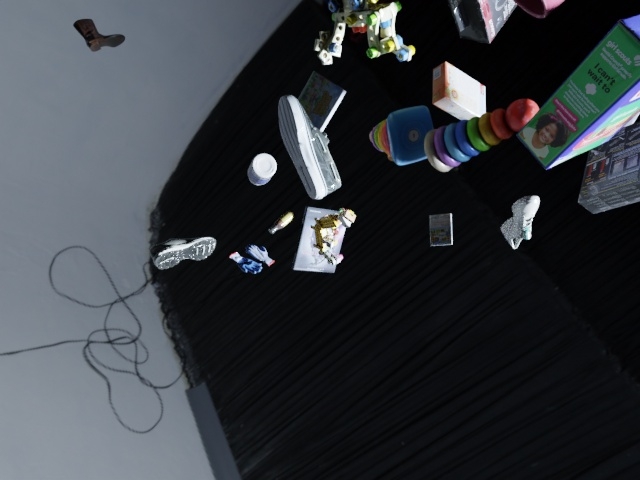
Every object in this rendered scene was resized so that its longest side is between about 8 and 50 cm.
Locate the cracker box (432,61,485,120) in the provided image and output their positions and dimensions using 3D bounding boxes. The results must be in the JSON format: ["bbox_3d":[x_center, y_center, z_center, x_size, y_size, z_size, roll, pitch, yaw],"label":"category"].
[{"bbox_3d":[0.526,-0.550,1.805,0.232,0.067,0.155,17,69,-30],"label":"cracker box"}]

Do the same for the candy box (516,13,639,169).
[{"bbox_3d":[0.630,-0.325,1.029,0.268,0.317,0.122,-24,68,-27],"label":"candy box"}]

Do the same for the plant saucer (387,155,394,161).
[{"bbox_3d":[0.284,-0.325,1.751,0.015,0.084,0.083,56,10,-42],"label":"plant saucer"}]

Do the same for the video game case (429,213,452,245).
[{"bbox_3d":[0.472,-0.042,1.868,0.011,0.087,0.121,9,79,-57],"label":"video game case"}]

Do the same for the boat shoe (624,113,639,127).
[{"bbox_3d":[0.906,-0.480,1.455,0.367,0.157,0.135,74,29,-55],"label":"boat shoe"}]

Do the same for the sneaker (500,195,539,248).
[{"bbox_3d":[0.622,-0.052,1.457,0.212,0.080,0.094,86,-2,-59],"label":"sneaker"}]

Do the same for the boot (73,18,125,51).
[{"bbox_3d":[-0.622,-0.588,1.337,0.107,0.037,0.114,-28,69,-25],"label":"boot"}]

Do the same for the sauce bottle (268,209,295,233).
[{"bbox_3d":[-0.158,-0.074,1.942,0.042,0.128,0.042,38,-26,23],"label":"sauce bottle"}]

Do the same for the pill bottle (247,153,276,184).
[{"bbox_3d":[-0.272,-0.315,2.168,0.112,0.112,0.187,46,-19,-6],"label":"pill bottle"}]

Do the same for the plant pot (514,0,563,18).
[{"bbox_3d":[0.452,-0.581,0.938,0.201,0.180,0.201,40,22,-20],"label":"plant pot"}]

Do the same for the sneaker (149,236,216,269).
[{"bbox_3d":[-0.538,0.025,1.878,0.272,0.100,0.108,-14,43,-39],"label":"sneaker"}]

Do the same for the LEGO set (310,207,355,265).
[{"bbox_3d":[0.053,-0.048,1.569,0.132,0.287,0.107,42,57,17],"label":"LEGO set"}]

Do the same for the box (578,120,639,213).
[{"bbox_3d":[0.891,-0.227,1.321,0.077,0.307,0.242,31,66,-16],"label":"box"}]

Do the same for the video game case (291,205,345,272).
[{"bbox_3d":[0.000,0.000,2.002,0.196,0.274,0.026,6,15,-27],"label":"video game case"}]

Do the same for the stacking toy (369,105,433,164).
[{"bbox_3d":[0.242,-0.362,1.648,0.302,0.166,0.175,-151,-133,-65],"label":"stacking toy"}]

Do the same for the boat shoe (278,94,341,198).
[{"bbox_3d":[-0.033,-0.300,1.508,0.121,0.119,0.334,4,-64,62],"label":"boat shoe"}]

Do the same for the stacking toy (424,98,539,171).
[{"bbox_3d":[0.472,-0.320,1.394,0.141,0.330,0.141,16,66,-38],"label":"stacking toy"}]

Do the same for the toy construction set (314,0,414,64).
[{"bbox_3d":[0.120,-0.640,1.446,0.151,0.328,0.215,-47,131,-32],"label":"toy construction set"}]

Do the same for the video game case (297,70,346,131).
[{"bbox_3d":[-0.017,-0.565,1.970,0.193,0.212,0.023,43,19,30],"label":"video game case"}]

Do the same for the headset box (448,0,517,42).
[{"bbox_3d":[0.470,-0.723,1.330,0.110,0.293,0.218,32,-5,39],"label":"headset box"}]

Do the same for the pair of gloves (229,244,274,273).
[{"bbox_3d":[-0.308,0.081,2.185,0.159,0.023,0.198,33,37,18],"label":"pair of gloves"}]
